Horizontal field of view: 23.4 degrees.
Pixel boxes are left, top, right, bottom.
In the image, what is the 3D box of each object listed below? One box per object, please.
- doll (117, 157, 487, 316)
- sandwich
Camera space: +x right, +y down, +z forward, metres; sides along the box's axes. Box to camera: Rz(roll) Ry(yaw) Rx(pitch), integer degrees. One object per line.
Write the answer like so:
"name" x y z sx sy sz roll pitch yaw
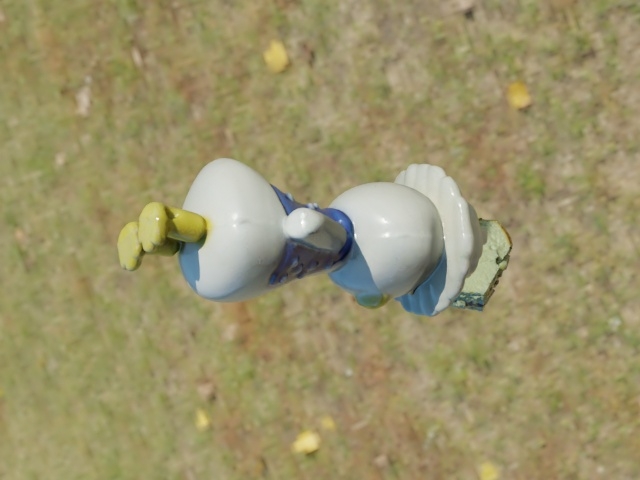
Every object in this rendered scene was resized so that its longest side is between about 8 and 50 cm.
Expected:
"doll" 0.000 0.000 1.124 0.138 0.293 0.119 -25 69 57
"sandwich" 0.144 0.023 1.491 0.093 0.105 0.036 56 152 30
